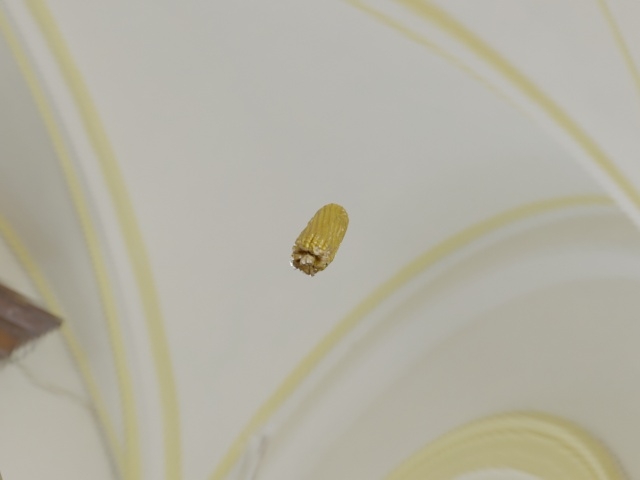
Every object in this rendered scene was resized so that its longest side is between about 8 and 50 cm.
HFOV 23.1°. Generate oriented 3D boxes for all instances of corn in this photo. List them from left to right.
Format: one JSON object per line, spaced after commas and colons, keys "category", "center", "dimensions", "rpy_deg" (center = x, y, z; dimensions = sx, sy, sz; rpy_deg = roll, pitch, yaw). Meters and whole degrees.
{"category": "corn", "center": [0.000, 0.000, 1.003], "dimensions": [0.027, 0.083, 0.028], "rpy_deg": [32, -64, 0]}

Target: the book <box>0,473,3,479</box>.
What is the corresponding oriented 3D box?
{"category": "book", "center": [-0.284, 0.296, 1.361], "dimensions": [0.026, 0.161, 0.231], "rpy_deg": [-14, -80, 3]}
